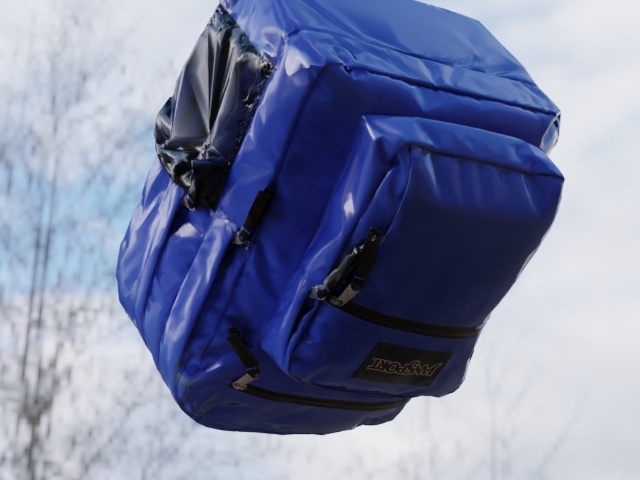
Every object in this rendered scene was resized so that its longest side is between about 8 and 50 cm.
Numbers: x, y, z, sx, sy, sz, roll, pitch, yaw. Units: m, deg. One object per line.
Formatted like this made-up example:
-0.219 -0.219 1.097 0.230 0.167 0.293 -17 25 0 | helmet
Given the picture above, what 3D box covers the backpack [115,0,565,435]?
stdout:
0.000 0.000 0.473 0.098 0.101 0.120 13 -60 -32 | backpack
